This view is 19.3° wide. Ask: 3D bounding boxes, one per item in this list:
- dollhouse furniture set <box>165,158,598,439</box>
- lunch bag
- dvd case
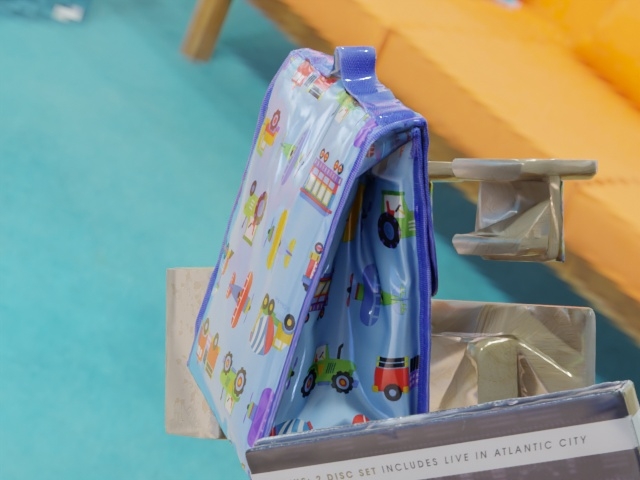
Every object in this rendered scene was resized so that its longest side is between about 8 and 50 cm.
[{"bbox_3d":[0.089,0.107,1.702,0.394,0.362,0.256,2,2,38],"label":"dollhouse furniture set"},{"bbox_3d":[0.000,0.000,1.370,0.138,0.293,0.221,1,18,-17],"label":"lunch bag"},{"bbox_3d":[0.072,0.171,0.729,0.164,0.221,0.018,-13,8,30],"label":"dvd case"}]
